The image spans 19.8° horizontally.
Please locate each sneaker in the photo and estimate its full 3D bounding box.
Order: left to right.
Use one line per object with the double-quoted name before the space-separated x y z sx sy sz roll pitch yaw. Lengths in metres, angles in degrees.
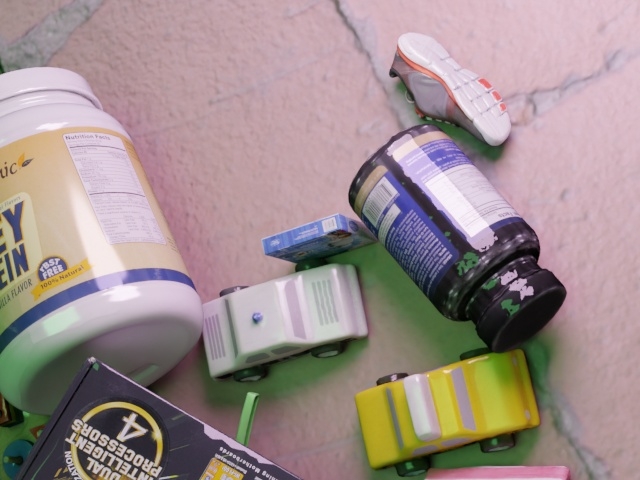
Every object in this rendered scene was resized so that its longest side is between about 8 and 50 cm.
"sneaker" 0.130 -0.142 1.867 0.158 0.061 0.065 49 131 25

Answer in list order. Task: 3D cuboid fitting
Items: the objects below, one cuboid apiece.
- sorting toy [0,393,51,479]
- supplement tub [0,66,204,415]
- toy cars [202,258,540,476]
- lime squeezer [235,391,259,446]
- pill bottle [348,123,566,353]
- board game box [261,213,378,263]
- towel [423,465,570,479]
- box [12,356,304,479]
"sorting toy" -0.305 0.201 2.023 0.274 0.046 0.132 -21 73 22
"supplement tub" -0.277 -0.001 1.934 0.228 0.228 0.316 -34 66 18
"toy cars" 0.029 0.123 1.846 0.393 0.087 0.176 27 94 27
"lime squeezer" -0.064 0.317 1.866 0.110 0.059 0.310 -26 79 35
"pill bottle" 0.136 0.000 1.793 0.123 0.123 0.219 -45 66 13
"board game box" 0.000 0.000 1.879 0.090 0.090 0.020 -18 75 23
"towel" 0.151 0.279 1.715 0.144 0.197 0.029 -3 121 20
"box" -0.135 0.345 1.766 0.395 0.097 0.318 31 79 3
